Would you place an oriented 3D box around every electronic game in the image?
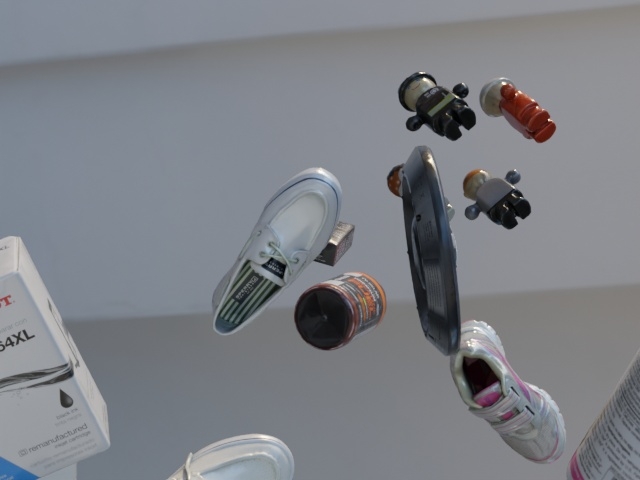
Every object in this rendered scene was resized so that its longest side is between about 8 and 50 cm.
[{"bbox_3d":[0.123,0.011,1.537,0.229,0.048,0.229,172,-90,-90],"label":"electronic game"}]

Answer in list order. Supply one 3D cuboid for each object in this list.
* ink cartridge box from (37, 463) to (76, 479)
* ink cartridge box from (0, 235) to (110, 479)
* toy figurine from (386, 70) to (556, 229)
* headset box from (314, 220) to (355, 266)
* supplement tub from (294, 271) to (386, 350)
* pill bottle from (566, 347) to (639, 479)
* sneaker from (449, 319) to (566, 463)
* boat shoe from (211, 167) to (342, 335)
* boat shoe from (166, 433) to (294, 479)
[{"bbox_3d":[-0.360,0.341,1.607,0.093,0.154,0.212,-13,105,-68],"label":"ink cartridge box"},{"bbox_3d":[-0.301,0.120,1.301,0.086,0.148,0.203,-115,-178,-64],"label":"ink cartridge box"},{"bbox_3d":[0.202,-0.127,2.003,0.148,0.213,0.209,46,-49,52],"label":"toy figurine"},{"bbox_3d":[0.000,0.000,1.761,0.083,0.062,0.032,-49,152,-62],"label":"headset box"},{"bbox_3d":[0.040,0.106,2.240,0.198,0.106,0.106,-20,106,-68],"label":"supplement tub"},{"bbox_3d":[0.372,0.160,1.386,0.160,0.160,0.283,-75,-170,-65],"label":"pill bottle"},{"bbox_3d":[0.273,0.244,2.167,0.252,0.103,0.111,49,22,3],"label":"sneaker"},{"bbox_3d":[-0.048,0.022,1.596,0.226,0.083,0.076,-57,-169,27],"label":"boat shoe"},{"bbox_3d":[-0.179,0.357,1.788,0.136,0.367,0.156,67,-20,-3],"label":"boat shoe"}]
